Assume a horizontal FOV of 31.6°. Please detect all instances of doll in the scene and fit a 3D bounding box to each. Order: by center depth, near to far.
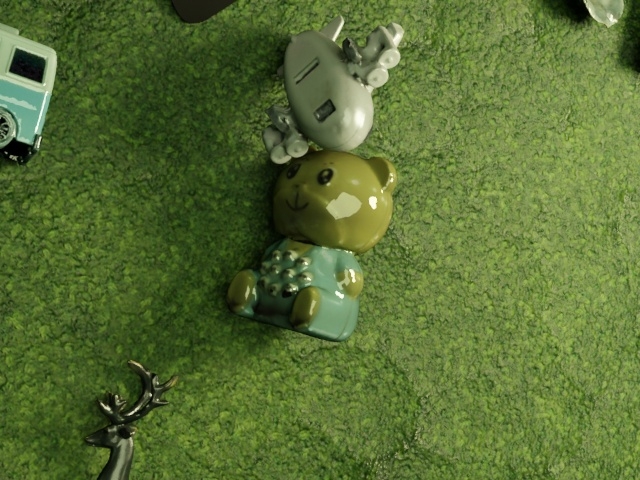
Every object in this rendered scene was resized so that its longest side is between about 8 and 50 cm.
[{"bbox_3d":[0.000,0.000,1.543,0.161,0.177,0.261,23,80,-52],"label":"doll"}]

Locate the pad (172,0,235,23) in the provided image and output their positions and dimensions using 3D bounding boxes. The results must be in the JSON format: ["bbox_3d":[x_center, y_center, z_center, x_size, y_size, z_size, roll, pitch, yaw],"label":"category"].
[{"bbox_3d":[-0.117,-0.436,1.571,0.267,0.004,0.181,-35,120,-17],"label":"pad"}]

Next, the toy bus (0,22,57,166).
[{"bbox_3d":[-0.471,-0.207,1.398,0.271,0.133,0.165,18,77,-21],"label":"toy bus"}]

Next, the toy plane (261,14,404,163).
[{"bbox_3d":[0.011,-0.207,1.527,0.118,0.252,0.252,36,76,-36],"label":"toy plane"}]

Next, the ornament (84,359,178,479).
[{"bbox_3d":[-0.218,0.282,1.502,0.202,0.080,0.236,8,85,-16],"label":"ornament"}]

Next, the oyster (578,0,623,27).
[{"bbox_3d":[0.396,-0.458,1.746,0.252,0.087,0.199,30,69,-24],"label":"oyster"}]
